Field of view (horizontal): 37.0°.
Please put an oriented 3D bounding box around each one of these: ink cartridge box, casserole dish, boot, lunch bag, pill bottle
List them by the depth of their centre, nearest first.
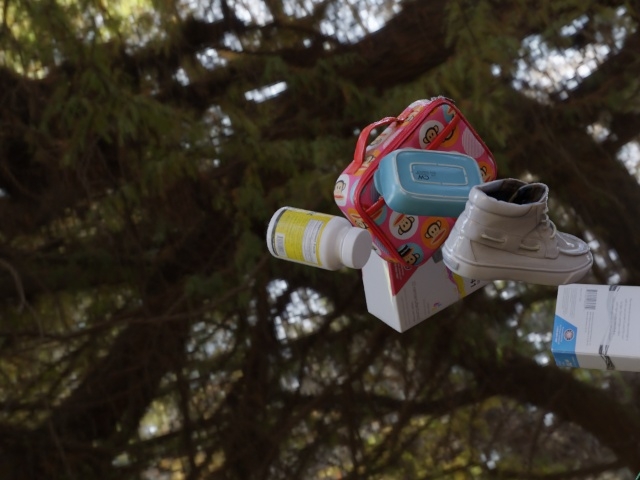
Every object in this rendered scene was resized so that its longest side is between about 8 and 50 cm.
[{"bbox_3d":[0.000,0.000,1.134,0.116,0.065,0.065,13,-11,31],"label":"pill bottle"},{"bbox_3d":[0.285,-0.015,1.268,0.258,0.095,0.123,-1,-58,-35],"label":"boot"},{"bbox_3d":[0.175,-0.092,1.463,0.188,0.114,0.037,3,-33,-15],"label":"casserole dish"},{"bbox_3d":[0.522,0.157,1.720,0.190,0.140,0.082,3,-28,22],"label":"ink cartridge box"},{"bbox_3d":[0.171,-0.124,1.804,0.293,0.120,0.258,-48,-64,-14],"label":"lunch bag"},{"bbox_3d":[0.246,0.032,2.135,0.306,0.131,0.226,-26,-57,-23],"label":"ink cartridge box"}]

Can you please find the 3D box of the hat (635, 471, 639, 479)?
[{"bbox_3d":[0.487,0.362,1.154,0.173,0.183,0.209,30,-91,-19],"label":"hat"}]
